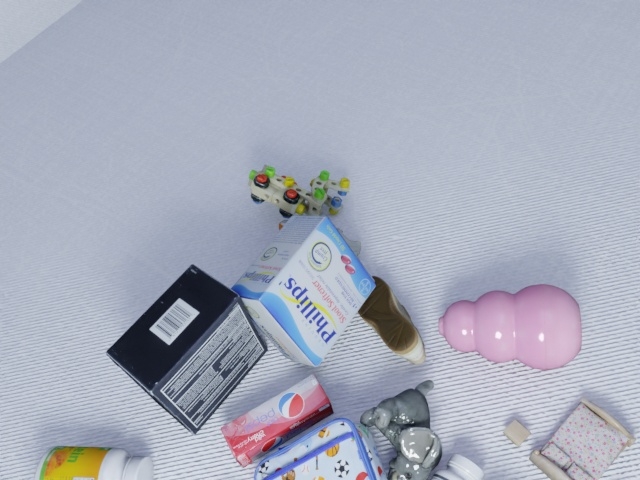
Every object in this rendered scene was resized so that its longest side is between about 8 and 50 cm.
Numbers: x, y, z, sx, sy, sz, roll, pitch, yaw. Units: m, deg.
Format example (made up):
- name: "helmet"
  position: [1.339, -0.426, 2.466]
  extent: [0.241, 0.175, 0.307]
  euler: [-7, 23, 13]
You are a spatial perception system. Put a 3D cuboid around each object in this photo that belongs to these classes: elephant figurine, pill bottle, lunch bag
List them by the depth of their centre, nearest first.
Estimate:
- name: "pill bottle"
  position: [0.279, 0.566, 1.339]
  extent: [0.108, 0.108, 0.180]
  euler: [29, 64, 26]
- name: "lunch bag"
  position: [-0.006, 0.541, 1.353]
  extent: [0.303, 0.115, 0.243]
  euler: [-32, 56, 15]
- name: "elephant figurine"
  position: [0.209, 0.479, 1.405]
  extent: [0.169, 0.186, 0.239]
  euler: [-1, 54, -46]
- name: "pill bottle"
  position: [-0.532, 0.562, 1.460]
  extent: [0.245, 0.136, 0.136]
  euler: [-1, 55, 8]

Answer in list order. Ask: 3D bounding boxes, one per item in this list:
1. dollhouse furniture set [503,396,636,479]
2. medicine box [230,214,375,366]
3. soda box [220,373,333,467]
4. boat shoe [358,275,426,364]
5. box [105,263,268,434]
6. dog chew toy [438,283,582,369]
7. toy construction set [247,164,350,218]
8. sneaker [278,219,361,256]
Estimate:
- name: "dollhouse furniture set"
  position: [0.644, 0.421, 1.338]
  extent: [0.303, 0.174, 0.355]
  euler: [-40, 59, -18]
- name: "medicine box"
  position: [-0.040, 0.125, 1.579]
  extent: [0.149, 0.263, 0.289]
  euler: [2, 47, 50]
- name: "soda box"
  position: [-0.104, 0.441, 1.506]
  extent: [0.263, 0.083, 0.092]
  euler: [-28, 56, -11]
- name: "boat shoe"
  position: [0.182, 0.208, 1.613]
  extent: [0.109, 0.098, 0.302]
  euler: [-39, 38, 3]
- name: "box"
  position: [-0.318, 0.275, 1.527]
  extent: [0.182, 0.294, 0.296]
  euler: [29, 65, 29]
- name: "dog chew toy"
  position: [0.459, 0.211, 1.510]
  extent: [0.331, 0.207, 0.207]
  euler: [-2, 55, 19]
- name: "toy construction set"
  position: [-0.092, -0.160, 1.865]
  extent: [0.327, 0.151, 0.215]
  euler: [16, 38, 21]
- name: "sneaker"
  position: [0.000, 0.000, 1.800]
  extent: [0.262, 0.099, 0.121]
  euler: [30, 55, 20]
